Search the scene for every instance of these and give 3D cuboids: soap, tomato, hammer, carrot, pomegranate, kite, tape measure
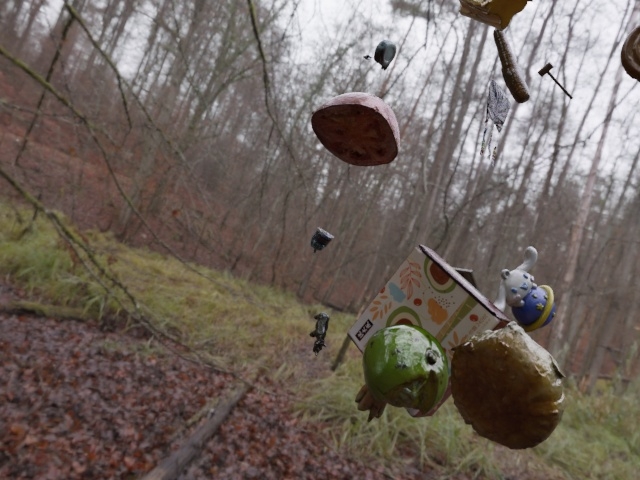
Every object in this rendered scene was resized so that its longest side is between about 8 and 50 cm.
[{"bbox_3d":[0.531,-0.765,1.390,0.096,0.204,0.325,32,24,-27],"label":"soap"},{"bbox_3d":[0.143,-0.413,1.656,0.338,0.144,0.338,22,-24,10],"label":"tomato"},{"bbox_3d":[0.604,-0.402,1.178,0.110,0.035,0.019,51,41,4],"label":"hammer"},{"bbox_3d":[0.723,-0.681,1.783,0.070,0.343,0.070,-13,-14,-3],"label":"carrot"},{"bbox_3d":[0.199,0.359,1.230,0.235,0.302,0.236,22,38,-19],"label":"pomegranate"},{"bbox_3d":[0.569,-0.383,1.527,0.152,0.286,0.015,30,-22,-37],"label":"kite"},{"bbox_3d":[0.231,-0.786,1.913,0.104,0.107,0.180,16,22,-42],"label":"tape measure"}]

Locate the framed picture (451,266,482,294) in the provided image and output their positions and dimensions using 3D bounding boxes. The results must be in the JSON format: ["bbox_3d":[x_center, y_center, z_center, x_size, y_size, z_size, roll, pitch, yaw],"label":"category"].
[{"bbox_3d":[0.634,0.230,2.048,0.192,0.018,0.266,7,-50,58],"label":"framed picture"}]

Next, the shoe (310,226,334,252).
[{"bbox_3d":[0.000,0.000,1.537,0.063,0.071,0.143,28,-13,-7],"label":"shoe"}]

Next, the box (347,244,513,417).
[{"bbox_3d":[0.319,0.270,1.416,0.122,0.385,0.344,20,21,-47],"label":"box"}]

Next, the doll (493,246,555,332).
[{"bbox_3d":[0.757,0.187,1.715,0.242,0.311,0.160,24,-14,4],"label":"doll"}]

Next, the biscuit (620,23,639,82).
[{"bbox_3d":[1.180,-0.663,1.589,0.261,0.262,0.037,17,-1,31],"label":"biscuit"}]

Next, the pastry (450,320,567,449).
[{"bbox_3d":[0.389,0.304,0.968,0.120,0.236,0.257,-10,-19,-36],"label":"pastry"}]

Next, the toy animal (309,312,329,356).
[{"bbox_3d":[-0.002,0.285,1.409,0.047,0.136,0.065,23,-30,-16],"label":"toy animal"}]
